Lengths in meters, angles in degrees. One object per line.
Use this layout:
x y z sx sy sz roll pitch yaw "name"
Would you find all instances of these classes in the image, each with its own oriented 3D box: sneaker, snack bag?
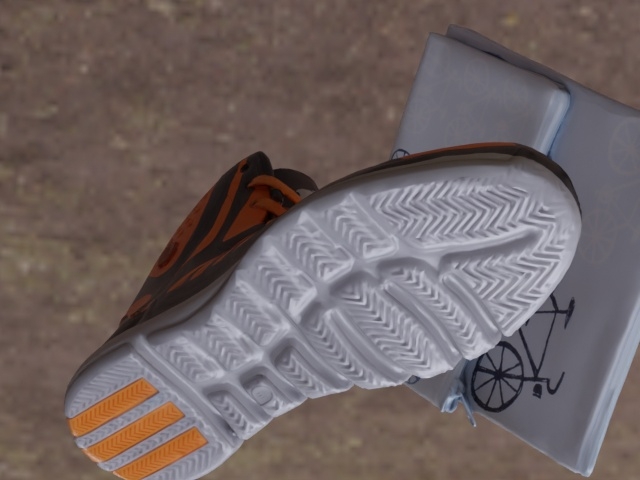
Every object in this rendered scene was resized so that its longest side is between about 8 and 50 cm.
0.000 0.000 1.070 0.321 0.180 0.124 -25 116 27 "sneaker"
0.166 0.008 1.722 0.037 0.323 0.342 8 -163 -44 "snack bag"
